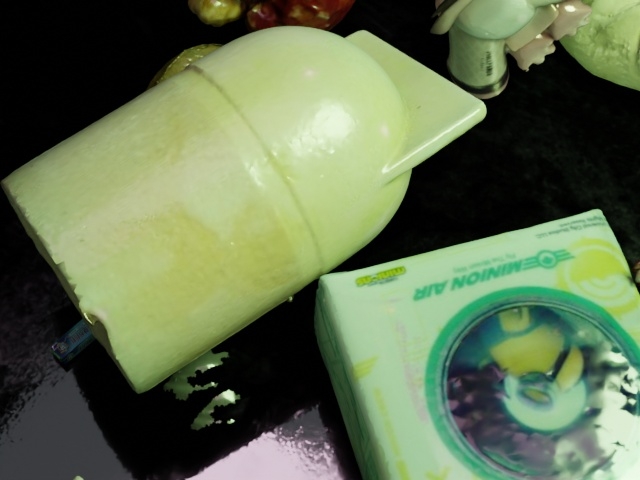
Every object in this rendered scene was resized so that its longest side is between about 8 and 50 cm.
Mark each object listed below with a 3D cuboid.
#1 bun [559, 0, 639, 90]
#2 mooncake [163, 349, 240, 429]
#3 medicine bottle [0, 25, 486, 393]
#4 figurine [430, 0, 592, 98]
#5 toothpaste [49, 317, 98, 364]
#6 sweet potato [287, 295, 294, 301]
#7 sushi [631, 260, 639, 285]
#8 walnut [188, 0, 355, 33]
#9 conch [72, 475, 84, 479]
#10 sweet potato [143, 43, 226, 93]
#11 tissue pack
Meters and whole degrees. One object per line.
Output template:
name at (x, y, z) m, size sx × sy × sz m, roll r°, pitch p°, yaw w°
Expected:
bun at (0.397, -0.285, 1.346) m, size 0.259 × 0.160 × 0.259 m, roll 1°, pitch 56°, yaw -2°
mooncake at (-0.097, 0.274, 1.063) m, size 0.150 × 0.057 × 0.346 m, roll -13°, pitch 65°, yaw -24°
medicine bottle at (-0.065, -0.062, 1.112) m, size 0.406 × 0.235 × 0.235 m, roll -33°, pitch 65°, yaw -13°
figurine at (0.186, -0.368, 1.325) m, size 0.253 × 0.211 × 0.361 m, roll -30°, pitch 52°, yaw 26°
toothpaste at (-0.233, 0.089, 1.186) m, size 0.020 × 0.017 × 0.083 m, roll 39°, pitch 66°, yaw 21°
sweet potato at (-0.006, -0.001, 1.235) m, size 0.041 × 0.038 × 0.153 m, roll 18°, pitch 59°, yaw 36°
sushi at (0.435, 0.040, 1.106) m, size 0.332 × 0.124 × 0.130 m, roll 23°, pitch 19°, yaw -14°
walnut at (-0.051, -0.366, 1.373) m, size 0.222 × 0.244 × 0.269 m, roll 36°, pitch 48°, yaw -24°
conch at (-0.183, 0.328, 1.004) m, size 0.158 × 0.127 × 0.255 m, roll -5°, pitch 84°, yaw -5°
sweet potato at (-0.156, -0.154, 1.312) m, size 0.081 × 0.062 × 0.233 m, roll 33°, pitch 59°, yaw 0°
tissue pack at (0.179, 0.187, 1.054) m, size 0.287 × 0.162 × 0.388 m, roll -14°, pitch 60°, yaw -6°
